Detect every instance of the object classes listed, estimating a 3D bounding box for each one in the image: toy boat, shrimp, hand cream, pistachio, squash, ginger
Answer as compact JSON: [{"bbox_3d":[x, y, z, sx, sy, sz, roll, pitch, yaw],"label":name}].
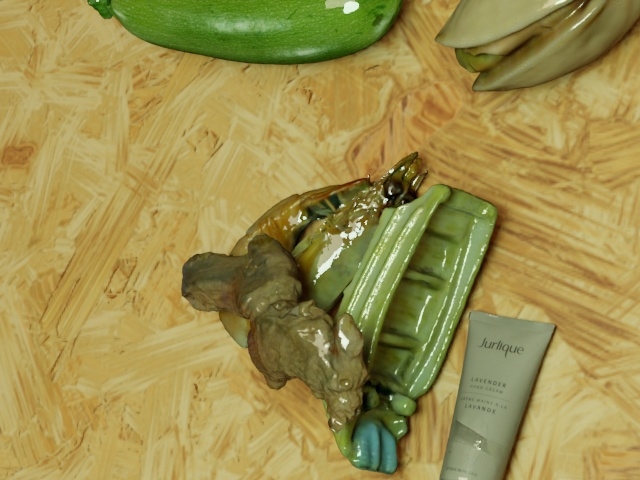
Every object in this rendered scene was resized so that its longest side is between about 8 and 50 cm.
[{"bbox_3d":[0.072,0.077,1.642,0.084,0.111,0.276,22,93,47],"label":"toy boat"},{"bbox_3d":[0.000,-0.001,1.745,0.267,0.061,0.145,-43,49,17],"label":"shrimp"},{"bbox_3d":[0.155,0.158,1.610,0.087,0.054,0.186,8,74,29],"label":"hand cream"},{"bbox_3d":[0.213,-0.221,1.633,0.215,0.144,0.144,-28,63,29],"label":"pistachio"},{"bbox_3d":[-0.083,-0.241,1.834,0.395,0.107,0.107,8,81,33],"label":"squash"},{"bbox_3d":[-0.040,0.074,1.648,0.290,0.084,0.122,37,133,51],"label":"ginger"}]
